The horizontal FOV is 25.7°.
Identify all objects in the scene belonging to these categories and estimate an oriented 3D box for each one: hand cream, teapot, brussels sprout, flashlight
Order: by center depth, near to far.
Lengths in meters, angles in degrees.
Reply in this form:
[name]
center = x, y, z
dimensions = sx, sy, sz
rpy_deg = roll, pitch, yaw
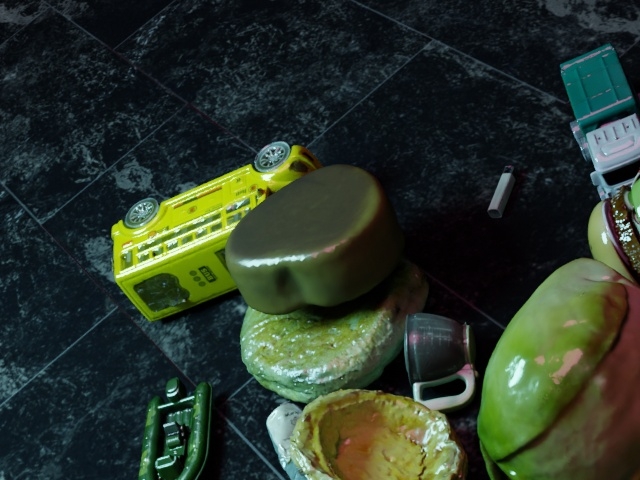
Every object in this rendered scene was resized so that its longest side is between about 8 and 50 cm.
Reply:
[brussels sprout]
center = 0.282, 0.174, 1.469
dimensions = 0.227, 0.259, 0.294
rpy_deg = 21, 95, 9
[hand cream]
center = -0.005, 0.280, 1.721
dimensions = 0.075, 0.052, 0.248
rpy_deg = -17, 34, -17
[teapot]
center = 0.153, 0.151, 1.747
dimensions = 0.091, 0.124, 0.092
rpy_deg = -4, 3, 10
[flashlight]
center = 0.253, -0.068, 1.943
dimensions = 0.018, 0.018, 0.083
rpy_deg = -1, 48, 34

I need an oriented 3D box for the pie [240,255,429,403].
[pie]
center = 0.014, 0.109, 1.882
dimensions = 0.277, 0.078, 0.277
rpy_deg = -22, 33, 15

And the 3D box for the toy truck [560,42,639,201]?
[toy truck]
center = 0.390, -0.156, 1.865
dimensions = 0.114, 0.124, 0.253
rpy_deg = -23, 37, 15

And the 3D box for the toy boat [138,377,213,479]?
[toy boat]
center = -0.194, 0.272, 1.862
dimensions = 0.104, 0.052, 0.210
rpy_deg = -16, 40, 17

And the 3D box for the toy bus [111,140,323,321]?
[toy bus]
center = -0.136, -0.009, 2.050
dimensions = 0.330, 0.144, 0.152
rpy_deg = -22, 39, 15

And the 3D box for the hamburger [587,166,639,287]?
[hamburger]
center = 0.396, 0.001, 1.668
dimensions = 0.137, 0.175, 0.175
rpy_deg = -30, 36, 26

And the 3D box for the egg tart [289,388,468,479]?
[egg tart]
center = 0.068, 0.259, 1.632
dimensions = 0.213, 0.090, 0.212
rpy_deg = 7, 31, -4

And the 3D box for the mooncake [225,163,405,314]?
[mooncake]
center = 0.000, 0.000, 1.857
dimensions = 0.235, 0.117, 0.234
rpy_deg = -21, 27, 12
